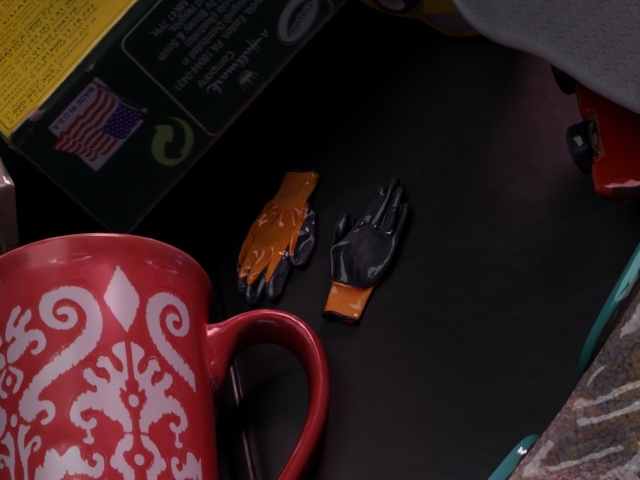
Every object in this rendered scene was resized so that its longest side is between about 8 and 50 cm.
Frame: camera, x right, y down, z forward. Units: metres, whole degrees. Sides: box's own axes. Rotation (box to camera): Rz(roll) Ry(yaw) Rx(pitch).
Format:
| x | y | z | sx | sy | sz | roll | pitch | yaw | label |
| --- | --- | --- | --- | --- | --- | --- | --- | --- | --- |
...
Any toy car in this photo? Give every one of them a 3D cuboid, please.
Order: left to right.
| x | y | z | sx | sy | sz | roll | pitch | yaw | label |
| --- | --- | --- | --- | --- | --- | --- | --- | --- | --- |
| 0.149 | -0.137 | 0.714 | 0.225 | 0.053 | 0.239 | -44 | 48 | -1 | toy car |

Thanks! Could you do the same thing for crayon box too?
| x | y | z | sx | sy | sz | roll | pitch | yaw | label |
| --- | --- | --- | --- | --- | --- | --- | --- | --- | --- |
| -0.108 | -0.145 | 0.835 | 0.202 | 0.081 | 0.318 | -47 | 33 | -2 | crayon box |

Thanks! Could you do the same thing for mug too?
| x | y | z | sx | sy | sz | roll | pitch | yaw | label |
| --- | --- | --- | --- | --- | --- | --- | --- | --- | --- |
| -0.077 | 0.090 | 0.671 | 0.150 | 0.113 | 0.169 | -23 | 54 | 20 | mug |

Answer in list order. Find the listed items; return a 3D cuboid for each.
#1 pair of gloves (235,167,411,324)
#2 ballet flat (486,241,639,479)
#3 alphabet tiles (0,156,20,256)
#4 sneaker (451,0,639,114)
| x | y | z | sx | sy | sz | roll | pitch | yaw | label |
| --- | --- | --- | --- | --- | --- | --- | --- | --- | --- |
| 0.000 | 0.000 | 0.747 | 0.083 | 0.010 | 0.074 | 9 | 65 | 36 | pair of gloves |
| 0.122 | 0.083 | 0.569 | 0.106 | 0.107 | 0.316 | 34 | 87 | 22 | ballet flat |
| -0.187 | -0.068 | 0.790 | 0.009 | 0.198 | 0.237 | -18 | 54 | -20 | alphabet tiles |
| 0.135 | -0.135 | 0.630 | 0.147 | 0.104 | 0.296 | -17 | 28 | -11 | sneaker |
